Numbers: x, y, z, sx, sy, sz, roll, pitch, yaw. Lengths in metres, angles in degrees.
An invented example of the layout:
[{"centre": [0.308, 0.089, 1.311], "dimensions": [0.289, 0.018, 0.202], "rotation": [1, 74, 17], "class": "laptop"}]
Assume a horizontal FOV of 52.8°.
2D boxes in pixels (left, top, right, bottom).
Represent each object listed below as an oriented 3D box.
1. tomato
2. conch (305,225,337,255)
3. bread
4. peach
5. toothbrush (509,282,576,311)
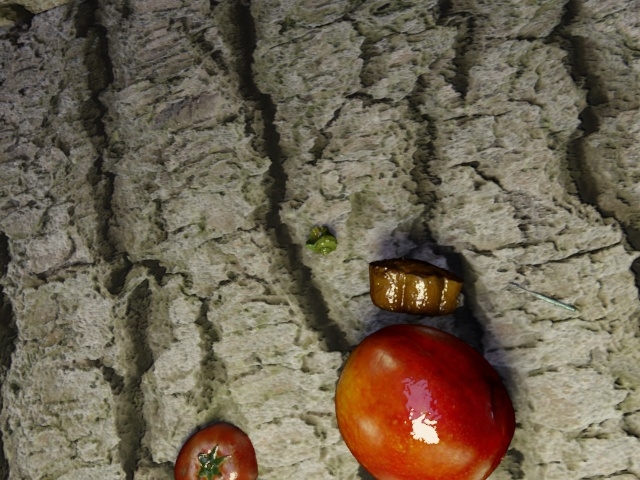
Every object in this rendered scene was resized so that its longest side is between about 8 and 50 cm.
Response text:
[{"centre": [-0.271, 0.569, 1.628], "dimensions": [0.225, 0.085, 0.224], "rotation": [-7, 64, 14], "class": "tomato"}, {"centre": [0.000, 0.000, 1.773], "dimensions": [0.089, 0.074, 0.121], "rotation": [-3, 43, -7], "class": "conch"}, {"centre": [0.230, 0.112, 1.569], "dimensions": [0.232, 0.247, 0.135], "rotation": [5, 87, 28], "class": "bread"}, {"centre": [0.228, 0.366, 1.384], "dimensions": [0.389, 0.388, 0.387], "rotation": [-6, 68, 15], "class": "peach"}, {"centre": [0.544, 0.140, 1.585], "dimensions": [0.167, 0.014, 0.011], "rotation": [23, 94, 23], "class": "toothbrush"}]
